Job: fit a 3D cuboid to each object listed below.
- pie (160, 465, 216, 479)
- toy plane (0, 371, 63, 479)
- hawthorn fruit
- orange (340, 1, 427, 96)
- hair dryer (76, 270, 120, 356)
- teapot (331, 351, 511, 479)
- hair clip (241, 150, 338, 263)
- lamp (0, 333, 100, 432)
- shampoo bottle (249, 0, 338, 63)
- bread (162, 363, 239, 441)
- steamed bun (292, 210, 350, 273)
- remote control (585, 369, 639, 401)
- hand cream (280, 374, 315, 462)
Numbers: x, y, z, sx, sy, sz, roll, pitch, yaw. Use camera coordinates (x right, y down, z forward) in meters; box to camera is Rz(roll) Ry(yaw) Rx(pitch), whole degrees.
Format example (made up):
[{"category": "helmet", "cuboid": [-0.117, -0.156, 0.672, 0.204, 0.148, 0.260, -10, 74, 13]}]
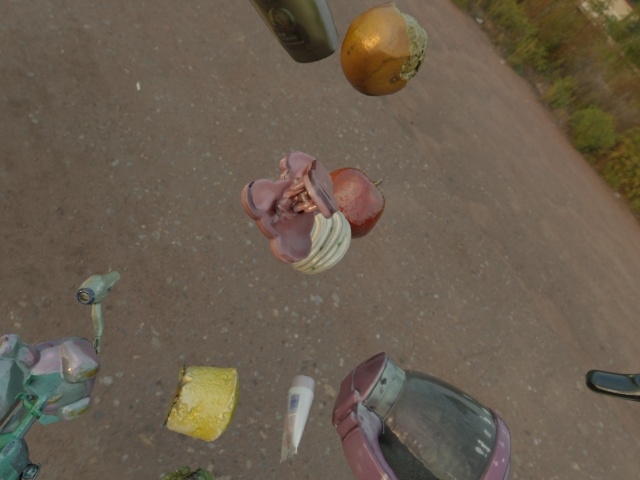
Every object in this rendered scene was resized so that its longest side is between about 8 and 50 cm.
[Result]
[{"category": "pie", "cuboid": [-0.337, 0.684, 1.116, 0.201, 0.090, 0.248, 65, 12, 7]}, {"category": "toy plane", "cuboid": [-0.415, 0.279, 0.568, 0.235, 0.060, 0.096, -58, 149, -15]}, {"category": "hawthorn fruit", "cuboid": [0.115, -0.146, 1.673, 0.275, 0.299, 0.275, 51, 7, -9]}, {"category": "orange", "cuboid": [0.106, -0.326, 0.749, 0.156, 0.156, 0.134, -15, 80, -48]}, {"category": "hair dryer", "cuboid": [-0.550, 0.168, 1.116, 0.067, 0.199, 0.167, 2, 26, 1]}, {"category": "teapot", "cuboid": [0.072, 0.176, 0.375, 0.146, 0.116, 0.148, 38, 48, 4]}, {"category": "hair clip", "cuboid": [-0.034, -0.055, 0.588, 0.123, 0.102, 0.138, 55, 15, -26]}, {"category": "lamp", "cuboid": [-0.662, 0.284, 0.927, 0.301, 0.247, 0.247, 0, 32, -46]}, {"category": "shampoo bottle", "cuboid": [-0.083, -0.461, 0.754, 0.350, 0.125, 0.084, 42, 53, -56]}, {"category": "bread", "cuboid": [-0.300, 0.416, 1.134, 0.170, 0.197, 0.197, 17, 47, -12]}, {"category": "steamed bun", "cuboid": [0.000, 0.000, 1.069, 0.182, 0.183, 0.106, -2, 19, -44]}, {"category": "remote control", "cuboid": [0.721, 0.328, 0.974, 0.072, 0.221, 0.042, -38, 122, -55]}, {"category": "hand cream", "cuboid": [-0.074, 0.548, 1.353, 0.083, 0.133, 0.248, 21, 49, -10]}]
